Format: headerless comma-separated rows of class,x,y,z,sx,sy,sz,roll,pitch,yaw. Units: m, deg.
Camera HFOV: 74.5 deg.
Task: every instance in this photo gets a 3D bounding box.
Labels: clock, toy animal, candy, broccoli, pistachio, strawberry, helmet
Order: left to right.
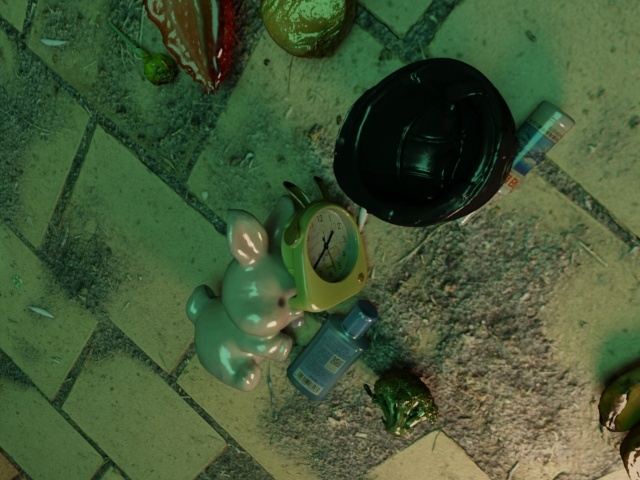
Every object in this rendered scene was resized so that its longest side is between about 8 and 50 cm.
candy,-0.366,-0.382,0.847,0.194,0.058,0.062,43,78,14
strawberry,-0.199,-0.391,0.742,0.174,0.098,0.228,-24,100,29
toy animal,-0.140,0.095,0.830,0.241,0.196,0.368,32,119,12
clock,0.000,0.000,0.759,0.069,0.170,0.232,-3,101,46
broccoli,0.159,0.316,0.821,0.130,0.120,0.131,-12,137,45
helmet,0.165,-0.133,0.637,0.278,0.160,0.231,11,95,49
pistachio,0.514,0.242,0.685,0.089,0.049,0.173,22,115,-12

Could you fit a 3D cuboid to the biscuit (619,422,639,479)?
biscuit,0.637,0.356,0.656,0.272,0.049,0.257,28,115,1

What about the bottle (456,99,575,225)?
bottle,0.288,-0.111,0.656,0.060,0.060,0.217,40,119,6

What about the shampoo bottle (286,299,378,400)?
shampoo bottle,0.029,0.225,0.875,0.103,0.061,0.258,39,118,7

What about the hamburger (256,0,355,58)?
hamburger,-0.023,-0.371,0.683,0.147,0.083,0.138,45,114,1
